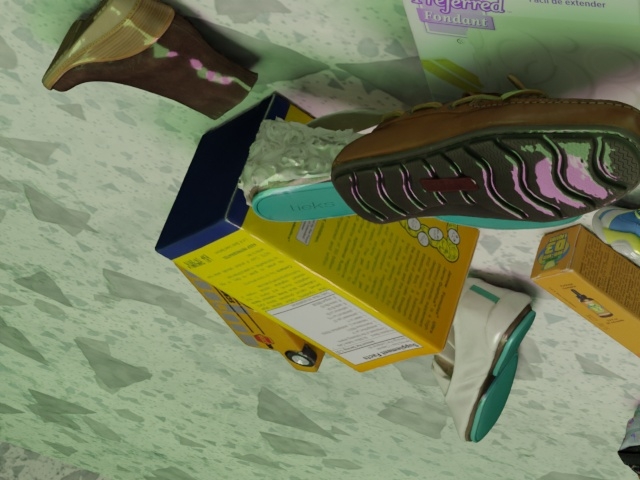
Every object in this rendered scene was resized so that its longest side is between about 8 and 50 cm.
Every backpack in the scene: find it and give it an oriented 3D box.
[{"bbox_3d":[0.554,0.316,2.231,0.182,0.115,0.152,-11,130,48],"label":"backpack"}]

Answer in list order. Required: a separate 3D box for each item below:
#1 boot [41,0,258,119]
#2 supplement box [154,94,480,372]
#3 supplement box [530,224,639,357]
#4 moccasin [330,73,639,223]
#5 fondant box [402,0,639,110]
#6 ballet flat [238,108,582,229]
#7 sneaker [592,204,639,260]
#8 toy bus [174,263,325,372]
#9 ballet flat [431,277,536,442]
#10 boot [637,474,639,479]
[{"bbox_3d":[-0.216,-0.199,1.782,0.207,0.090,0.248,33,148,-21],"label":"boot"},{"bbox_3d":[0.000,0.000,1.906,0.356,0.195,0.194,33,152,-24],"label":"supplement box"},{"bbox_3d":[0.388,0.072,1.913,0.233,0.080,0.078,32,151,-28],"label":"supplement box"},{"bbox_3d":[0.179,-0.094,1.467,0.139,0.147,0.380,49,149,-22],"label":"moccasin"},{"bbox_3d":[0.214,-0.221,1.439,0.238,0.096,0.330,9,151,21],"label":"fondant box"},{"bbox_3d":[0.107,-0.097,1.696,0.409,0.147,0.147,2,152,5],"label":"ballet flat"},{"bbox_3d":[0.431,-0.024,1.706,0.091,0.126,0.240,-1,-159,-43],"label":"sneaker"},{"bbox_3d":[-0.093,0.081,2.226,0.130,0.108,0.332,5,151,28],"label":"toy bus"},{"bbox_3d":[0.233,0.172,2.187,0.139,0.139,0.400,16,150,7],"label":"ballet flat"},{"bbox_3d":[0.648,0.366,2.337,0.280,0.096,0.264,17,163,22],"label":"boot"}]
